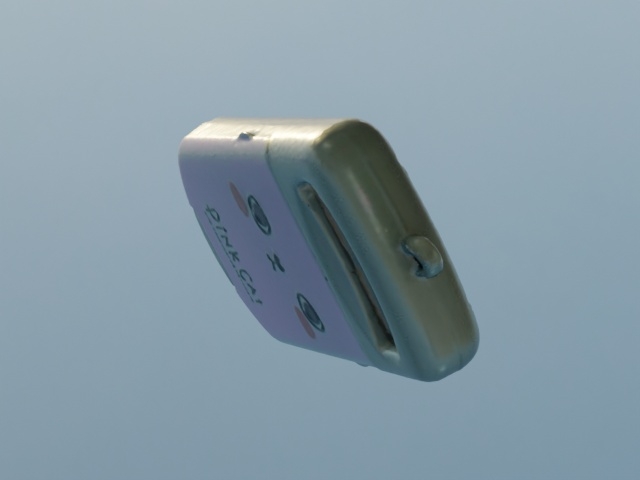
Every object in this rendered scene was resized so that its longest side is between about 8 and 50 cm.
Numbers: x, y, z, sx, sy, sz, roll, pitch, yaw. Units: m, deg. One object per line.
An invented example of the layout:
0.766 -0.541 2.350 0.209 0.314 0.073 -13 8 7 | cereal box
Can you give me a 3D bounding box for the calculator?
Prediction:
0.000 0.000 0.901 0.045 0.141 0.246 -33 -163 -20 | calculator
